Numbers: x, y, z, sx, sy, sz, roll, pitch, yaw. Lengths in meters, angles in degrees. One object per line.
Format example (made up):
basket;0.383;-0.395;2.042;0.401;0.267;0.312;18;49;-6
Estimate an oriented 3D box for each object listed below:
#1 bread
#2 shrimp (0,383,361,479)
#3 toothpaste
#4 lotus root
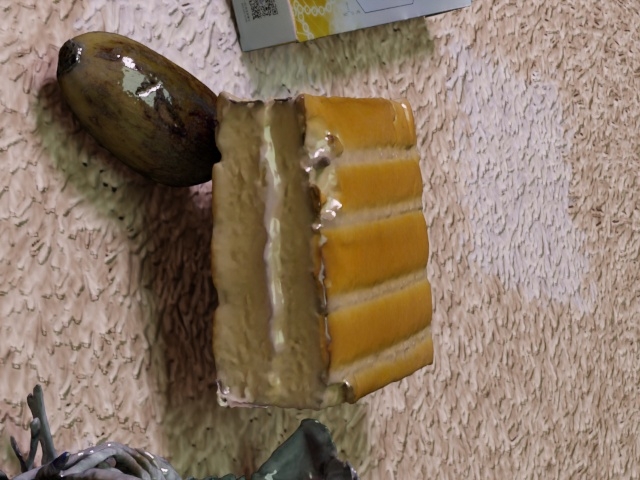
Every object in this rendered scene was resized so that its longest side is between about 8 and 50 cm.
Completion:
bread;0.000;0.000;1.195;0.246;0.111;0.239;-15;101;-67
shrimp;-0.113;0.193;1.022;0.221;0.166;0.410;52;14;23
toothpaste;0.033;-0.235;1.415;0.313;0.071;0.089;-22;100;-54
lotus root;-0.125;-0.096;1.147;0.179;0.080;0.089;36;49;-45
